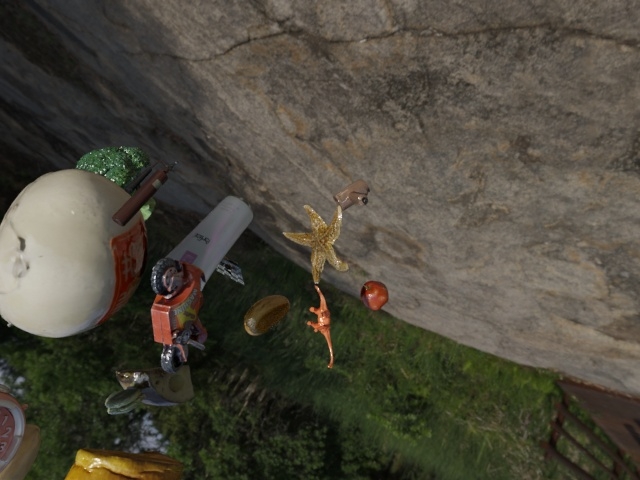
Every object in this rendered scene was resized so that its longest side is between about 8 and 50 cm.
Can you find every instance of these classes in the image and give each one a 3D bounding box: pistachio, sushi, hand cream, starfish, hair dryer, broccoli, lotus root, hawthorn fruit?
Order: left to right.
[{"bbox_3d":[-0.924,0.645,1.224,0.158,0.229,0.157,6,118,11],"label":"pistachio"},{"bbox_3d":[-0.688,-0.189,1.431,0.275,0.307,0.308,37,162,-36],"label":"broccoli"},{"bbox_3d":[-0.598,0.532,1.549,0.210,0.141,0.314,-10,163,25],"label":"lotus root"},{"bbox_3d":[-0.362,0.001,1.382,0.186,0.358,0.118,24,146,15],"label":"hand cream"},{"bbox_3d":[-0.353,0.102,1.649,0.139,0.031,0.201,28,155,8],"label":"sushi"},{"bbox_3d":[0.000,0.000,1.214,0.062,0.235,0.277,-3,-156,-41],"label":"starfish"},{"bbox_3d":[0.118,-0.138,1.340,0.064,0.117,0.182,59,174,-20],"label":"hair dryer"},{"bbox_3d":[0.227,0.224,1.771,0.125,0.125,0.140,23,139,21],"label":"hawthorn fruit"}]

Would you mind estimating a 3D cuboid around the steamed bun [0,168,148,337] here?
[{"bbox_3d":[-0.521,0.030,0.947,0.242,0.373,0.374,9,166,-12],"label":"steamed bun"}]

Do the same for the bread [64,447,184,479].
[{"bbox_3d":[-0.450,0.562,0.970,0.270,0.142,0.196,30,149,-35],"label":"bread"}]

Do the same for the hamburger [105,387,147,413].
[{"bbox_3d":[-0.621,0.512,1.336,0.121,0.054,0.084,-11,-174,0],"label":"hamburger"}]

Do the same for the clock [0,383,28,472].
[{"bbox_3d":[-0.793,0.435,0.937,0.143,0.241,0.227,9,152,22],"label":"clock"}]

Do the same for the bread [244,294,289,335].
[{"bbox_3d":[-0.178,0.235,1.359,0.078,0.189,0.114,12,113,32],"label":"bread"}]

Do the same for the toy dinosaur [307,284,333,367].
[{"bbox_3d":[0.006,0.289,1.426,0.055,0.279,0.102,-9,167,39],"label":"toy dinosaur"}]

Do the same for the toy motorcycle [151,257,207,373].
[{"bbox_3d":[-0.326,0.161,0.984,0.089,0.171,0.297,6,115,7],"label":"toy motorcycle"}]

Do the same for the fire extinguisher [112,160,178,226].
[{"bbox_3d":[-0.363,-0.106,0.865,0.049,0.173,0.035,32,156,4],"label":"fire extinguisher"}]
